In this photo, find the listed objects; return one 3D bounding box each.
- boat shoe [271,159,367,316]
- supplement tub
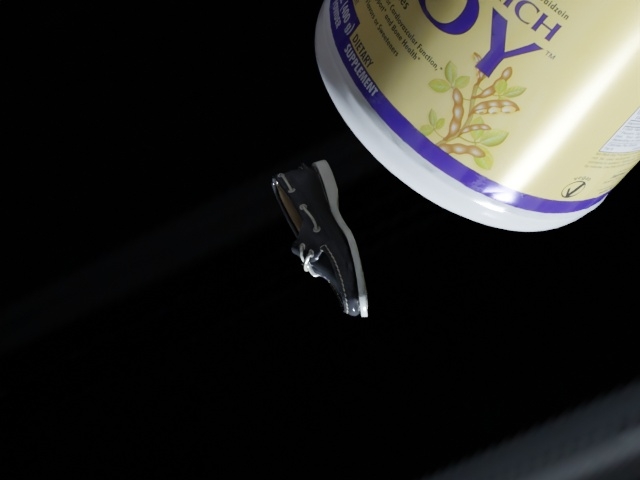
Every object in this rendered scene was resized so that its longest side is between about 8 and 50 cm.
[{"bbox_3d":[0.000,0.000,1.203,0.038,0.046,0.125,-12,-129,-9],"label":"boat shoe"},{"bbox_3d":[0.173,-0.190,1.261,0.331,0.241,0.241,-51,-141,37],"label":"supplement tub"}]
